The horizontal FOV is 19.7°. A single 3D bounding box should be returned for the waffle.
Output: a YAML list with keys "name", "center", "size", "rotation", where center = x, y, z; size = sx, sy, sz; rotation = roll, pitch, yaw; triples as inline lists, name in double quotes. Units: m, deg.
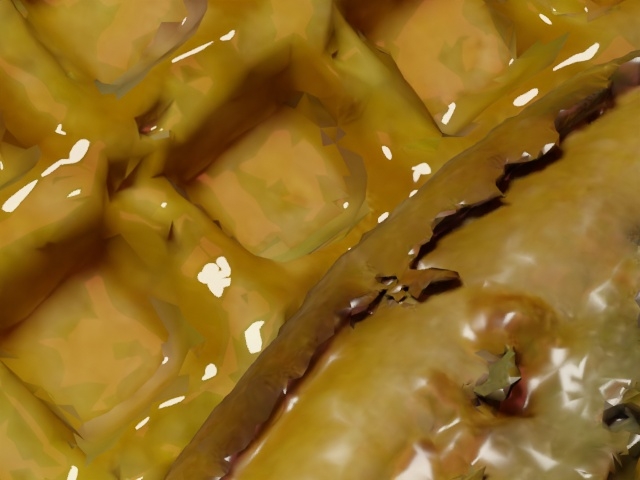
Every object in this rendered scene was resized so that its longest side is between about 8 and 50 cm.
- name: "waffle"
  center: [0.000, 0.000, 0.467]
  size: [0.379, 0.095, 0.382]
  rotation: [9, 73, -13]

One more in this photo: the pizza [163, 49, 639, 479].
- name: "pizza"
  center: [0.060, 0.114, 0.332]
  size: [0.251, 0.074, 0.287]
  rotation: [-32, 62, -14]
